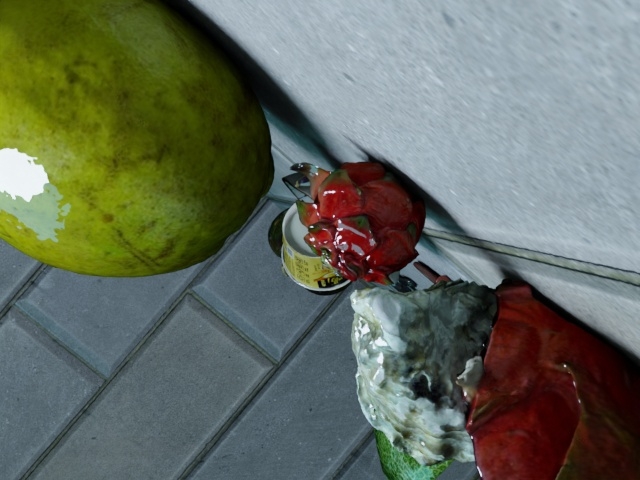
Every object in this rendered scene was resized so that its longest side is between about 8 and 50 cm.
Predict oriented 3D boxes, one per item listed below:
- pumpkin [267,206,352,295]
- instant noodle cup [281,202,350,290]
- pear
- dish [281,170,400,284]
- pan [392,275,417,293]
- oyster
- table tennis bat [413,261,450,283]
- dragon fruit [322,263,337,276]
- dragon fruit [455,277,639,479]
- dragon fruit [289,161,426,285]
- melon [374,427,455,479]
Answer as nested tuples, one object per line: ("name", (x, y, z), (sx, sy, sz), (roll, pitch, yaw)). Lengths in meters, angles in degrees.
("pumpkin", (-0.020, 0.029, 2.035), (0.238, 0.159, 0.238), (42, -178, -2))
("instant noodle cup", (0.000, 0.000, 1.497), (0.151, 0.151, 0.122), (40, 169, 17))
("pear", (-0.245, -0.124, 0.975), (0.413, 0.352, 0.352), (31, -179, -20))
("dish", (0.043, -0.033, 1.071), (0.191, 0.066, 0.190), (43, 177, 3))
("pan", (0.155, 0.082, 1.813), (0.136, 0.028, 0.235), (40, 178, -7))
("oyster", (0.135, 0.133, 0.863), (0.268, 0.198, 0.112), (4, -168, -29))
("table tennis bat", (0.178, 0.063, 1.306), (0.098, 0.019, 0.155), (41, -179, 5))
("dragon fruit", (0.046, -0.007, 1.343), (0.068, 0.126, 0.112), (-15, -147, -39))
("dragon fruit", (0.263, 0.200, 0.748), (0.343, 0.282, 0.100), (42, 135, -5))
("dragon fruit", (0.039, -0.018, 0.851), (0.130, 0.121, 0.142), (94, 163, -47))
("melon", (0.225, 0.330, 1.676), (0.226, 0.343, 0.331), (37, 178, -39))
